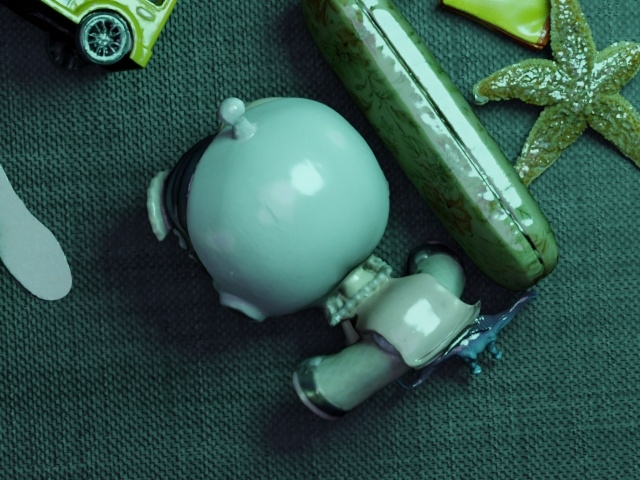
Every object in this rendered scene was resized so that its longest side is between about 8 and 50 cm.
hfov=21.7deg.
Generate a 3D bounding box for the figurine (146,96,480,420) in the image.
[{"bbox_3d":[0.006,-0.006,1.846,0.361,0.211,0.253,46,55,0],"label":"figurine"}]

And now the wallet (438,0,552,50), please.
[{"bbox_3d":[0.248,-0.353,1.941,0.141,0.067,0.241,25,92,-6],"label":"wallet"}]

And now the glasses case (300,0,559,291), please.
[{"bbox_3d":[0.121,-0.126,1.877,0.098,0.156,0.425,-36,90,-11],"label":"glasses case"}]

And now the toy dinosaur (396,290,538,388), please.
[{"bbox_3d":[0.169,0.117,1.905,0.197,0.080,0.045,-32,52,-12],"label":"toy dinosaur"}]

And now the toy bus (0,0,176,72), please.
[{"bbox_3d":[-0.325,-0.314,1.831,0.331,0.145,0.151,33,81,-23],"label":"toy bus"}]

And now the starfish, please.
[{"bbox_3d":[0.289,-0.150,1.929,0.231,0.048,0.295,-33,107,1],"label":"starfish"}]

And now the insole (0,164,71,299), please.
[{"bbox_3d":[-0.355,-0.015,1.930,0.065,0.004,0.197,-35,90,-3],"label":"insole"}]
